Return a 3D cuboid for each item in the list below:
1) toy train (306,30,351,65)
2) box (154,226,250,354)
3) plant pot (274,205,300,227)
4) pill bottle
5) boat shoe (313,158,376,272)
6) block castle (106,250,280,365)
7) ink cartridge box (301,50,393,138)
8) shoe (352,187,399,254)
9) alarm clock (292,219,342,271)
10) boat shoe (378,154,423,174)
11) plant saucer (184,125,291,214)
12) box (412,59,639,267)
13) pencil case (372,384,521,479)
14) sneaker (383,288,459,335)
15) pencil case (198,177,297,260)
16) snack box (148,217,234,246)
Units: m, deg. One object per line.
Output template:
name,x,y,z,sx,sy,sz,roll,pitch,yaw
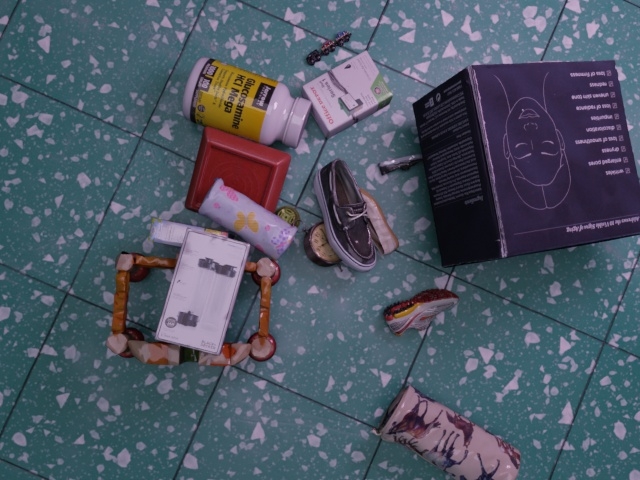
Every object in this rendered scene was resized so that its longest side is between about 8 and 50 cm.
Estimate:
toy train,0.024,-0.580,1.872,0.158,0.027,0.036,-35,77,-3
box,-0.292,0.129,1.581,0.169,0.087,0.289,14,81,-3
plant pot,-0.098,-0.064,1.806,0.083,0.079,0.083,0,86,-3
pill bottle,-0.204,-0.379,1.768,0.334,0.188,0.187,18,86,-1
boat shoe,0.074,-0.074,1.751,0.121,0.119,0.335,-15,73,-32
block castle,-0.340,0.186,1.720,0.454,0.213,0.302,2,81,-5
ink cartridge box,0.075,-0.424,1.829,0.219,0.092,0.160,-31,88,-4
shoe,0.149,-0.056,1.813,0.058,0.076,0.219,-33,90,-26
alarm clock,0.000,0.000,1.793,0.192,0.064,0.129,34,62,-17
boat shoe,0.243,-0.225,1.849,0.142,0.049,0.040,-11,93,4
plant saucer,-0.242,-0.160,1.771,0.259,0.047,0.258,19,111,0
box,0.553,-0.200,1.671,0.480,0.297,0.471,-8,85,-22
pencil case,0.352,0.569,1.743,0.410,0.160,0.183,31,71,0
sneaker,0.296,0.206,1.813,0.225,0.088,0.092,-20,108,-3
pencil case,-0.198,-0.056,1.709,0.273,0.124,0.113,33,95,-5
snack box,-0.355,-0.008,1.744,0.207,0.174,0.070,10,87,-2
